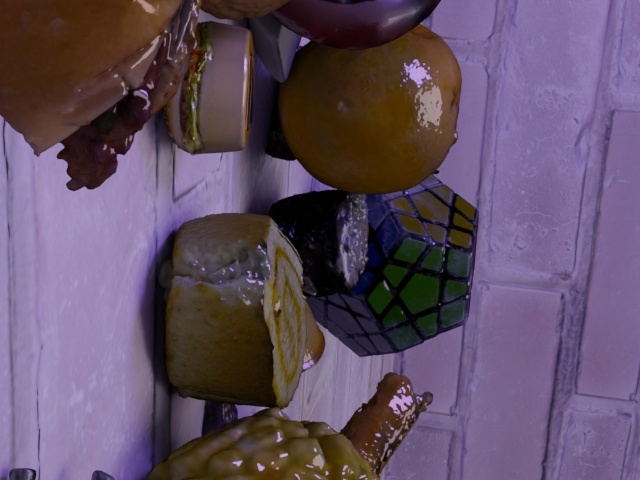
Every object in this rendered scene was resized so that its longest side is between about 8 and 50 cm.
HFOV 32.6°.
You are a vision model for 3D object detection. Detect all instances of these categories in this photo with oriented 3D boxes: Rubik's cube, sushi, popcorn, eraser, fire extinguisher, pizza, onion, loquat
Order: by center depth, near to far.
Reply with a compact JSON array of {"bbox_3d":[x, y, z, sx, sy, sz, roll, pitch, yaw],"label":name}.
[{"bbox_3d":[-0.062,0.288,1.078,0.270,0.258,0.224,59,10,-78],"label":"popcorn"},{"bbox_3d":[0.008,-0.322,1.150,0.195,0.272,0.271,-16,-119,62],"label":"onion"},{"bbox_3d":[-0.032,-0.346,1.306,0.089,0.061,0.351,79,22,-58],"label":"eraser"},{"bbox_3d":[0.059,-0.173,1.327,0.244,0.244,0.243,7,90,-79],"label":"loquat"},{"bbox_3d":[-0.001,0.320,1.339,0.392,0.080,0.435,-56,178,32],"label":"pizza"},{"bbox_3d":[-0.040,-0.184,1.415,0.064,0.043,0.158,25,71,-60],"label":"fire extinguisher"},{"bbox_3d":[0.000,0.000,1.427,0.225,0.126,0.136,-73,161,-81],"label":"sushi"},{"bbox_3d":[0.114,0.036,1.758,0.264,0.319,0.318,30,65,-51],"label":"Rubik's cube"}]

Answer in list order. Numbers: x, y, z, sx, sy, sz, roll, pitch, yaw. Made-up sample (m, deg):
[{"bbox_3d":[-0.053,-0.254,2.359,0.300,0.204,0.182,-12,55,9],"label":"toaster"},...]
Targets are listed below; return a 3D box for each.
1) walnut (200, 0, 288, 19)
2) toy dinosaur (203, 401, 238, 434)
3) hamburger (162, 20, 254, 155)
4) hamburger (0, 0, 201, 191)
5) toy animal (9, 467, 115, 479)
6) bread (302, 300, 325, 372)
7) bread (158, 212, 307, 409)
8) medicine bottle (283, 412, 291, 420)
[{"bbox_3d":[-0.071,-0.276,0.925,0.184,0.156,0.155,83,17,-69],"label":"walnut"},{"bbox_3d":[-0.121,0.323,1.289,0.199,0.072,0.251,63,43,-59],"label":"toy dinosaur"},{"bbox_3d":[-0.103,-0.140,1.011,0.141,0.082,0.126,-89,-178,-62],"label":"hamburger"},{"bbox_3d":[-0.135,-0.203,0.590,0.282,0.245,0.155,52,21,1],"label":"hamburger"},{"bbox_3d":[-0.181,0.262,0.840,0.255,0.090,0.169,74,30,-58],"label":"toy animal"},{"bbox_3d":[-0.061,0.119,1.296,0.156,0.125,0.086,-62,139,-53],"label":"bread"},{"bbox_3d":[-0.090,0.065,1.116,0.257,0.124,0.185,74,18,-62],"label":"bread"},{"bbox_3d":[-0.067,0.288,1.525,0.058,0.058,0.091,-69,162,-53],"label":"medicine bottle"}]
